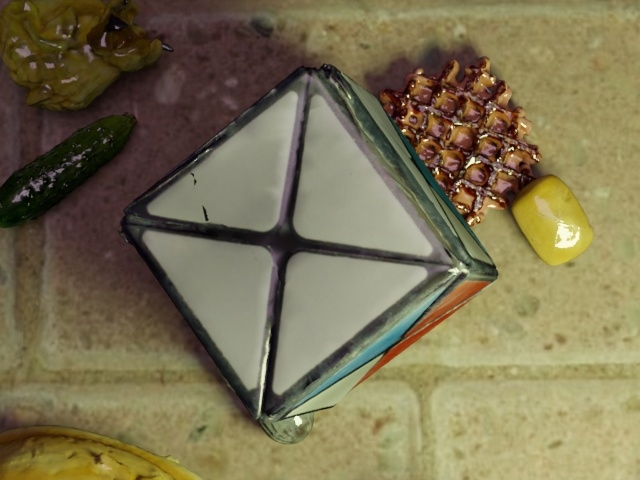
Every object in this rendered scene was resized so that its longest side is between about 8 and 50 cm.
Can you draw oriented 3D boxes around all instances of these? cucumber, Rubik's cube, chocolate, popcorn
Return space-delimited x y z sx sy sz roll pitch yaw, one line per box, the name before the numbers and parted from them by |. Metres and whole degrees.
cucumber | -0.330 -0.094 1.893 0.227 0.069 0.069 -38 81 -8
Rubik's cube | 0.000 0.000 1.722 0.305 0.307 0.310 -39 80 11
chocolate | -0.072 0.181 1.831 0.072 0.072 0.167 -37 82 -5
popcorn | -0.310 -0.258 1.886 0.195 0.173 0.168 -22 58 7

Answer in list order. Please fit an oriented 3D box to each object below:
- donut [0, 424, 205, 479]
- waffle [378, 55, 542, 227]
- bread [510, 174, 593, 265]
donut | -0.297 0.429 1.731 0.449 0.198 0.449 0 76 1
waffle | 0.159 -0.120 1.888 0.234 0.055 0.221 -23 80 -6
bread | 0.295 -0.023 1.849 0.082 0.056 0.115 -31 106 -5
